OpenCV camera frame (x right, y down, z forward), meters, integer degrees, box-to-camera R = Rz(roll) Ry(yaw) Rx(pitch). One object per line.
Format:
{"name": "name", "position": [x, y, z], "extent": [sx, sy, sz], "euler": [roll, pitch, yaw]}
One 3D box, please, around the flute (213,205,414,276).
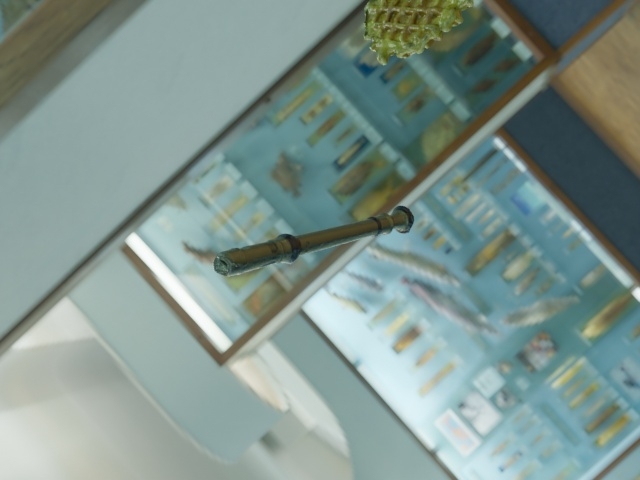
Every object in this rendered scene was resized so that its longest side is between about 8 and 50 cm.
{"name": "flute", "position": [0.000, 0.000, 0.916], "extent": [0.233, 0.027, 0.027], "euler": [-15, -124, -48]}

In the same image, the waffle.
{"name": "waffle", "position": [0.060, -0.152, 0.726], "extent": [0.016, 0.078, 0.085], "euler": [40, -163, -39]}
